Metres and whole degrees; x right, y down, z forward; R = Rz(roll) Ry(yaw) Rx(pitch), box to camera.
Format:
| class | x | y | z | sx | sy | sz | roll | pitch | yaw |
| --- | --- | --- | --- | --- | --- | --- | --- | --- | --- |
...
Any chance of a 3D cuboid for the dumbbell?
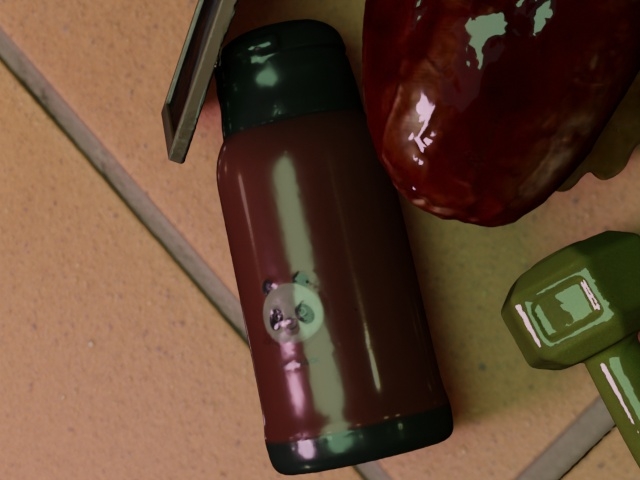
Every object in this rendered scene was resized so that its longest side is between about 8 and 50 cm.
| class | x | y | z | sx | sy | sz | roll | pitch | yaw |
| --- | --- | --- | --- | --- | --- | --- | --- | --- | --- |
| dumbbell | 0.239 | 0.141 | 1.081 | 0.121 | 0.108 | 0.302 | -33 | 79 | 23 |

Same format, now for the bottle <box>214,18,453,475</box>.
| class | x | y | z | sx | sy | sz | roll | pitch | yaw |
| --- | --- | --- | --- | --- | --- | --- | --- | --- | --- |
| bottle | 0.000 | 0.000 | 1.168 | 0.144 | 0.144 | 0.336 | -13 | 87 | 25 |

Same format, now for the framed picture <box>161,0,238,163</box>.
| class | x | y | z | sx | sy | sz | roll | pitch | yaw |
| --- | --- | --- | --- | --- | --- | --- | --- | --- | --- |
| framed picture | -0.076 | -0.193 | 1.185 | 0.016 | 0.184 | 0.250 | 17 | 104 | -12 |

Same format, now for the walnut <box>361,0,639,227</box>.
| class | x | y | z | sx | sy | sz | roll | pitch | yaw |
| --- | --- | --- | --- | --- | --- | --- | --- | --- | --- |
| walnut | 0.148 | -0.147 | 1.071 | 0.222 | 0.243 | 0.269 | 48 | 125 | 57 |
